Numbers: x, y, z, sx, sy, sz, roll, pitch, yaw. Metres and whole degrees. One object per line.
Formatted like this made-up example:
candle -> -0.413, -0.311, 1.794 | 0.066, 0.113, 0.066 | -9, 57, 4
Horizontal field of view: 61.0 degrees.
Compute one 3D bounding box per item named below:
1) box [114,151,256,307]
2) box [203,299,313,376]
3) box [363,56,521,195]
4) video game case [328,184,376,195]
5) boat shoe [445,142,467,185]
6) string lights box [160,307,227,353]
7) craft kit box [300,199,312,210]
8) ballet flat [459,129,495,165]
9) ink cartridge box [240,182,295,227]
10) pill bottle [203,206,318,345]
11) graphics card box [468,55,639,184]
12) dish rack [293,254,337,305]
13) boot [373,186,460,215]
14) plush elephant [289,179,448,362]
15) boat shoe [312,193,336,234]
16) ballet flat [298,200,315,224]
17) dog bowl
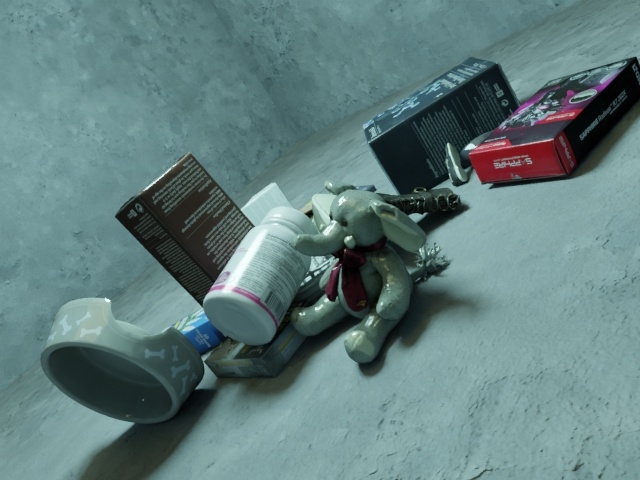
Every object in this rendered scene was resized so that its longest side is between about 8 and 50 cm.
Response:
box -> -0.262, 0.008, 1.271 | 0.143, 0.381, 0.191 | -27, 19, 45
box -> -0.132, 0.222, 1.218 | 0.231, 0.056, 0.183 | -16, 24, 47
box -> 0.346, -0.330, 1.581 | 0.395, 0.212, 0.293 | -31, 18, 12
video game case -> 0.052, -0.124, 1.884 | 0.196, 0.026, 0.274 | -40, 19, -18
boat shoe -> 0.347, -0.199, 1.423 | 0.038, 0.046, 0.125 | -36, 57, 38
string lights box -> -0.329, 0.248, 1.480 | 0.260, 0.077, 0.133 | -30, 16, 13
craft kit box -> -0.058, -0.027, 1.729 | 0.246, 0.061, 0.250 | -47, 20, -10
ballet flat -> 0.458, -0.253, 1.409 | 0.203, 0.074, 0.074 | -29, 17, 10
ink cartridge box -> -0.196, -0.059, 1.886 | 0.232, 0.189, 0.066 | -37, 16, -8
pill bottle -> -0.117, 0.068, 1.169 | 0.160, 0.160, 0.283 | -19, 32, 42
graphics card box -> 0.542, -0.271, 1.242 | 0.371, 0.094, 0.233 | -39, 19, -24
dish rack -> 0.026, 0.048, 1.380 | 0.285, 0.072, 0.333 | -35, 17, 0
boot -> 0.210, -0.084, 1.256 | 0.229, 0.091, 0.263 | -6, 14, 1
plush elephant -> 0.069, 0.024, 1.024 | 0.330, 0.255, 0.272 | -36, 21, -14
boat shoe -> 0.032, -0.047, 1.326 | 0.109, 0.091, 0.305 | 5, 17, -6
ballet flat -> -0.077, -0.011, 1.452 | 0.316, 0.107, 0.106 | -43, 25, -24
dog bowl -> -0.436, 0.277, 1.181 | 0.349, 0.349, 0.102 | -23, 33, 33
